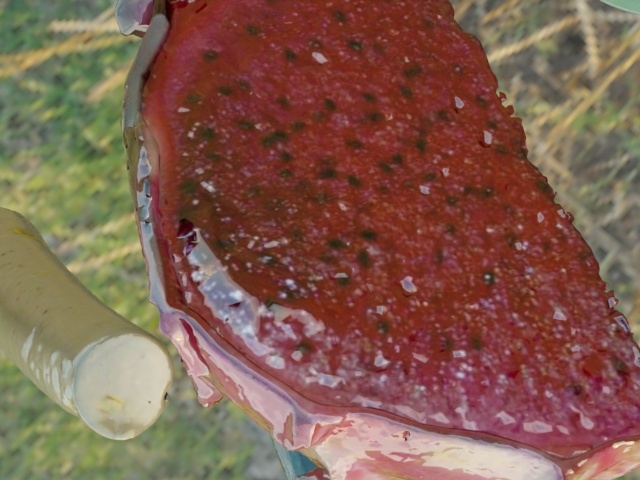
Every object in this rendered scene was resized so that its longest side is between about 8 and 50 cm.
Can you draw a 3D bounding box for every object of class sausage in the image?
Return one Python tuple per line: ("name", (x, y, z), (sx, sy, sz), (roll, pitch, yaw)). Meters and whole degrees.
("sausage", (-0.157, 0.038, 1.123), (0.066, 0.065, 0.301), (65, 166, -21))

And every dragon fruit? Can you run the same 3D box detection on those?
("dragon fruit", (-0.007, 0.007, 0.723), (0.274, 0.161, 0.126), (64, 150, 29))

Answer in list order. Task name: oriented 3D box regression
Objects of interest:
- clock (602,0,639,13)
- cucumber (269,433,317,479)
("clock", (0.318, -0.319, 1.944), (0.235, 0.029, 0.235), (20, 143, 16))
("cucumber", (-0.008, 0.084, 0.993), (0.048, 0.048, 0.105), (-21, 90, 45))
